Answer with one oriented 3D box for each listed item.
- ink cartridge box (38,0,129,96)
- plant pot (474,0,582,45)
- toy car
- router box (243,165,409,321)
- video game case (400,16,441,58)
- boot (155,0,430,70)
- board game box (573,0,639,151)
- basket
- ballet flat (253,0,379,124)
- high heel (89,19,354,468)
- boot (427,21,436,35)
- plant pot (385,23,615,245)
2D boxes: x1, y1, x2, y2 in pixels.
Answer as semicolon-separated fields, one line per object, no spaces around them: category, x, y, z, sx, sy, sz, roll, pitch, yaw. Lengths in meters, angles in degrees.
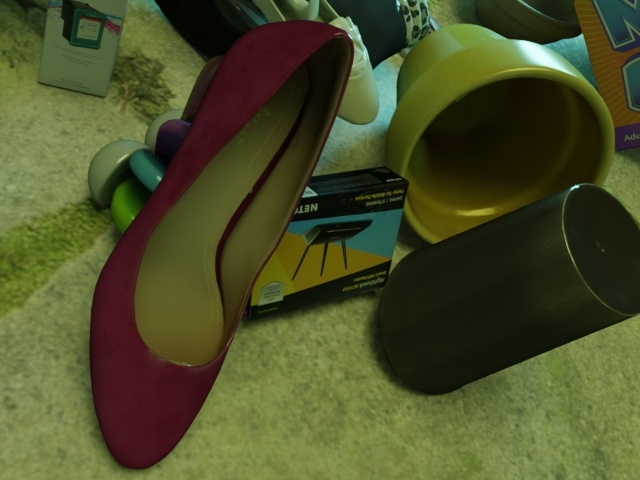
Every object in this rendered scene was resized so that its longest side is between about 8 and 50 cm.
ink cartridge box;-0.238;-0.284;0.740;0.077;0.231;0.134;11;52;-21
plant pot;0.352;-0.418;1.233;0.237;0.110;0.237;14;50;-18
toy car;-0.128;-0.070;0.704;0.159;0.136;0.182;42;48;6
router box;0.000;0.000;0.721;0.178;0.133;0.046;-11;34;-33
video game case;0.147;-0.341;1.132;0.119;0.015;0.166;-25;70;-38
boot;-0.045;-0.343;0.929;0.377;0.138;0.284;47;57;6
board game box;0.630;-0.413;1.118;0.357;0.356;0.356;60;41;-28
basket;0.197;0.045;0.709;0.154;0.227;0.204;52;49;-5
ballet flat;-0.009;-0.241;0.783;0.248;0.086;0.086;51;49;0
high heel;-0.082;0.008;0.551;0.127;0.181;0.378;14;85;-33
boot;0.109;-0.311;1.061;0.114;0.037;0.106;-31;65;-27
plant pot;0.197;-0.148;0.878;0.253;0.254;0.239;15;35;-17
